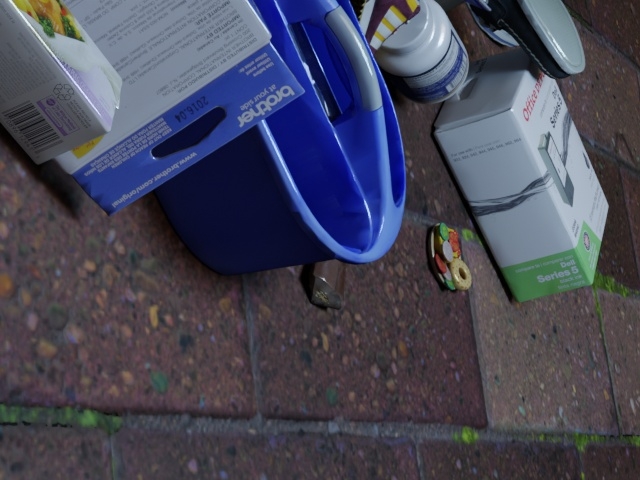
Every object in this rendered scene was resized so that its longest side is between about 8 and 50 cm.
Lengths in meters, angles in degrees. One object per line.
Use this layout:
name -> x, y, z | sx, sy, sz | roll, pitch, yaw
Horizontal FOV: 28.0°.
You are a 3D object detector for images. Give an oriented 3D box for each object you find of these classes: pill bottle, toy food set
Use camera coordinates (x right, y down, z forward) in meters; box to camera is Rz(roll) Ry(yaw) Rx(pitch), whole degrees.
pill bottle -> 0.106, -0.221, 1.441 | 0.169, 0.094, 0.094 | 34, 47, -69
toy food set -> 0.152, 0.019, 1.523 | 0.082, 0.020, 0.083 | 14, 65, -58

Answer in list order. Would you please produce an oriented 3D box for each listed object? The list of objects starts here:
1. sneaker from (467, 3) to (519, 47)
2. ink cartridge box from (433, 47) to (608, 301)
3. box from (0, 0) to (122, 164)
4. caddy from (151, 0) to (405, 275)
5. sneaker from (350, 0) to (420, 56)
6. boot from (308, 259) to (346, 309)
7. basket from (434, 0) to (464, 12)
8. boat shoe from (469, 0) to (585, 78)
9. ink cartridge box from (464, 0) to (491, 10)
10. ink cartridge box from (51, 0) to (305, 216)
sneaker -> 0.274, -0.409, 1.769 | 0.315, 0.182, 0.128 | 47, 42, -40
ink cartridge box -> 0.270, -0.091, 1.683 | 0.273, 0.114, 0.198 | 61, 31, -23
box -> -0.236, -0.185, 0.772 | 0.324, 0.067, 0.063 | 54, 23, -35
caddy -> -0.037, -0.132, 1.096 | 0.341, 0.179, 0.241 | 64, 30, -19
sneaker -> 0.061, -0.227, 1.322 | 0.083, 0.185, 0.070 | -8, 53, -23
boot -> 0.000, 0.000, 1.253 | 0.106, 0.037, 0.114 | 48, 43, -36
basket -> 0.171, -0.374, 1.525 | 0.204, 0.226, 0.154 | 67, 30, -16
boat shoe -> 0.230, -0.324, 1.645 | 0.114, 0.091, 0.303 | -7, 65, -55
ink cartridge box -> -0.020, -0.329, 1.115 | 0.303, 0.307, 0.072 | 29, 87, -54
ink cartridge box -> -0.166, -0.176, 0.882 | 0.311, 0.185, 0.065 | 53, 8, -33
